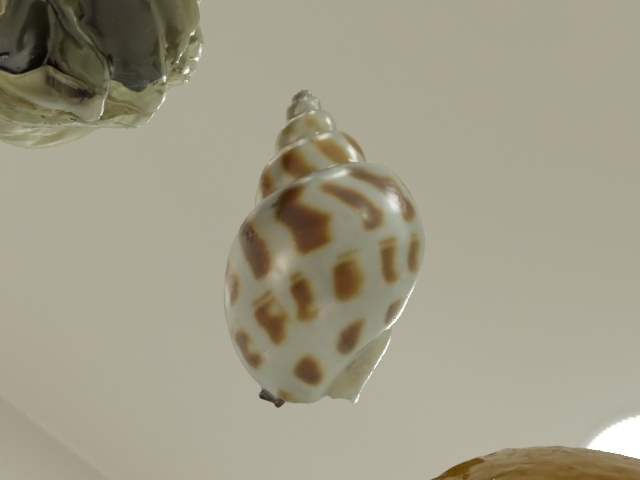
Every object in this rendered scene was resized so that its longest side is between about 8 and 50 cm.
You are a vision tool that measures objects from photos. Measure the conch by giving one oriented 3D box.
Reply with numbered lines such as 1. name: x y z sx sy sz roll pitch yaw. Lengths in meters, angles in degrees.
1. conch: 0.000 -0.001 1.060 0.182 0.275 0.149 -7 -41 3

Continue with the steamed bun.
1. steamed bun: -0.229 -0.223 1.083 0.275 0.206 0.320 7 -72 -18

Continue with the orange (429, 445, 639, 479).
1. orange: 0.101 0.190 0.434 0.236 0.236 0.236 7 -70 18
